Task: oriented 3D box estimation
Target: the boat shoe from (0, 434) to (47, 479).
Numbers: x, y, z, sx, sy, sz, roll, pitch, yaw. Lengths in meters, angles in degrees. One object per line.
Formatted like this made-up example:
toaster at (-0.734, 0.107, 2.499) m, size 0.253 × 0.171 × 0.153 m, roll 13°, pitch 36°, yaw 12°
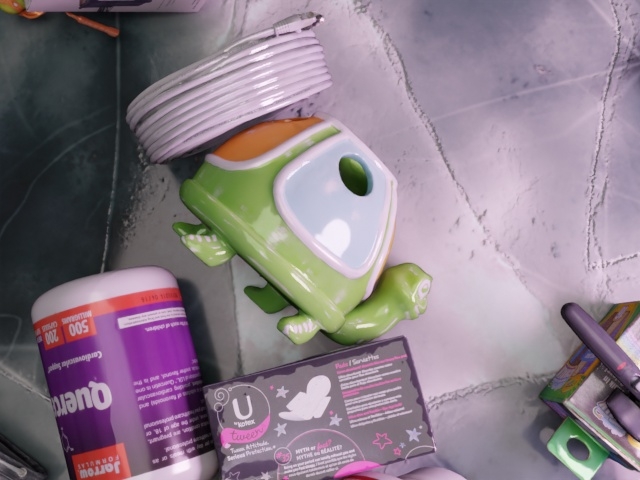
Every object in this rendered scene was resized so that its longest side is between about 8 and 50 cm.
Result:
boat shoe at (-0.476, 0.226, 1.122) m, size 0.301 × 0.108 × 0.102 m, roll 42°, pitch 86°, yaw 3°

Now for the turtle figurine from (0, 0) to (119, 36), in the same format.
turtle figurine at (-0.383, -0.387, 1.206) m, size 0.269 × 0.087 × 0.217 m, roll 17°, pitch 79°, yaw -10°

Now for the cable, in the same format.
cable at (-0.109, -0.176, 1.093) m, size 0.257 × 0.257 × 0.089 m, roll -27°, pitch 95°, yaw -9°

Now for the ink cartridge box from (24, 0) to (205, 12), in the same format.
ink cartridge box at (-0.270, -0.394, 1.152) m, size 0.237 × 0.100 × 0.172 m, roll -7°, pitch 82°, yaw -26°

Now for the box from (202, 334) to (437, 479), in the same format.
box at (0.000, 0.214, 1.083) m, size 0.247 × 0.163 × 0.142 m, roll -13°, pitch 79°, yaw -1°

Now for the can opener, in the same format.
can opener at (0.337, 0.144, 1.003) m, size 0.073 × 0.059 × 0.186 m, roll -37°, pitch 84°, yaw -2°

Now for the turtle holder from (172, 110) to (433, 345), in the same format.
turtle holder at (-0.005, -0.006, 1.070) m, size 0.320 × 0.243 × 0.227 m, roll 41°, pitch 85°, yaw 6°

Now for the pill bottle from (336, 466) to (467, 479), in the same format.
pill bottle at (0.011, 0.383, 0.941) m, size 0.407 × 0.229 × 0.229 m, roll -10°, pitch 80°, yaw -44°

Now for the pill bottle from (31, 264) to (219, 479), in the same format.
pill bottle at (-0.228, 0.203, 1.080) m, size 0.181 × 0.181 × 0.323 m, roll -16°, pitch 82°, yaw -1°

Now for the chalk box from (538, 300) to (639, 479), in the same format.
chalk box at (0.367, 0.195, 1.094) m, size 0.132 × 0.132 × 0.213 m, roll 42°, pitch 87°, yaw 5°
